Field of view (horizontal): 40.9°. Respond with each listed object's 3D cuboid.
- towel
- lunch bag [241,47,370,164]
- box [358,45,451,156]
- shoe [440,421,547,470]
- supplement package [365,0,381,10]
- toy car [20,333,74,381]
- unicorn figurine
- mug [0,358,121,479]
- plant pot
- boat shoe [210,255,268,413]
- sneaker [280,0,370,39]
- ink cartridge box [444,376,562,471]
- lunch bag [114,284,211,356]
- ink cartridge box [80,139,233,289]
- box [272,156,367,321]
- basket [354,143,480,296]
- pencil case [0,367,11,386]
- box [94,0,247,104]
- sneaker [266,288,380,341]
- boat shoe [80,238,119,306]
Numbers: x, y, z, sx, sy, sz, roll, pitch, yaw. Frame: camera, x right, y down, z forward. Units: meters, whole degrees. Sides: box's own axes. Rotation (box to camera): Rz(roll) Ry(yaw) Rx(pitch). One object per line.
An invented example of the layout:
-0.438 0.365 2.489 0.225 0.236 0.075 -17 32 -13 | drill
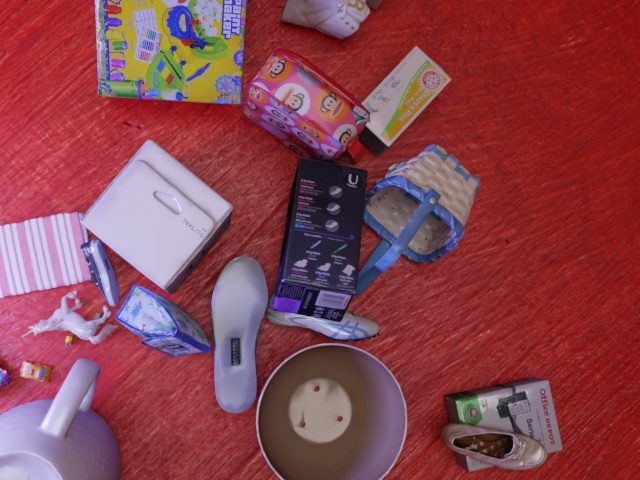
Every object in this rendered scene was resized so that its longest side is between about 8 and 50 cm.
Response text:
-0.560 0.028 1.717 0.197 0.029 0.144 -11 89 -8 | towel
-0.020 -0.239 1.679 0.258 0.293 0.120 36 82 -7 | lunch bag
0.160 -0.290 1.798 0.103 0.114 0.203 43 80 -2 | box
0.347 0.410 1.692 0.219 0.058 0.077 13 85 -6 | shoe
0.061 -0.653 1.777 0.262 0.199 0.198 28 81 -4 | supplement package
-0.542 0.226 1.691 0.060 0.040 0.122 31 82 -3 | toy car
-0.488 0.156 1.681 0.161 0.060 0.111 17 45 11 | unicorn figurine
-0.490 0.389 1.536 0.276 0.328 0.374 24 82 -5 | mug
0.010 0.341 1.676 0.284 0.191 0.284 1 85 -8 | plant pot
-0.164 0.184 1.714 0.113 0.105 0.307 -2 91 -12 | boat shoe
0.031 -0.509 1.719 0.169 0.292 0.108 18 72 -9 | sneaker
0.378 0.377 1.773 0.208 0.087 0.153 -11 87 -9 | ink cartridge box
-0.297 0.167 1.656 0.151 0.129 0.096 22 80 31 | lunch bag
-0.302 -0.035 1.632 0.198 0.270 0.197 39 81 -2 | ink cartridge box
0.000 0.000 1.685 0.143 0.165 0.270 10 64 -6 | box
0.169 -0.030 1.710 0.201 0.255 0.289 35 62 -4 | basket
-0.669 0.231 1.662 0.070 0.064 0.152 -40 91 7 | pencil case
-0.281 -0.435 1.652 0.279 0.177 0.290 3 125 -7 | box
0.010 0.150 1.746 0.237 0.085 0.086 13 98 -6 | sneaker
-0.438 0.066 1.710 0.040 0.049 0.142 -12 105 8 | boat shoe
